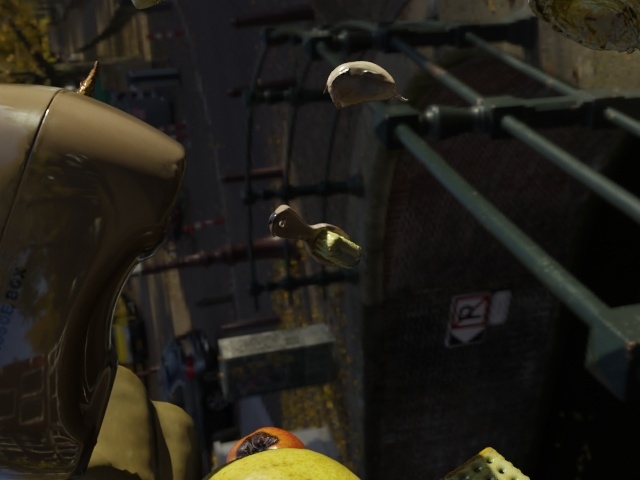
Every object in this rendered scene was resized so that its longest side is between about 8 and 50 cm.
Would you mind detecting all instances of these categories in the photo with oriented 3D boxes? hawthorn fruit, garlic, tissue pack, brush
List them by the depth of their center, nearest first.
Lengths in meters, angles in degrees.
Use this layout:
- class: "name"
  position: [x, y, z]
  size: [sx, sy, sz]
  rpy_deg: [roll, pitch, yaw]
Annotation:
- class: "tissue pack"
  position: [-0.313, 0.032, 0.903]
  size: [0.267, 0.277, 0.387]
  rpy_deg: [-121, 51, -79]
- class: "brush"
  position: [0.002, -0.001, 1.533]
  size: [0.313, 0.067, 0.072]
  rpy_deg: [28, -96, -63]
- class: "garlic"
  position: [0.079, -0.291, 1.637]
  size: [0.066, 0.152, 0.084]
  rpy_deg: [-90, -10, -62]
- class: "hawthorn fruit"
  position: [-0.092, 0.501, 1.849]
  size: [0.225, 0.196, 0.196]
  rpy_deg: [61, -179, -41]

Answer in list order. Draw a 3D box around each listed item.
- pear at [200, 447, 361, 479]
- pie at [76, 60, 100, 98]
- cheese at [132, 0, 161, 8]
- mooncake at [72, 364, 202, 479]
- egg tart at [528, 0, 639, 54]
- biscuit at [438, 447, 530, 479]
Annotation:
- class: "pear"
  position: [-0.041, 0.286, 0.800]
  size: [0.197, 0.197, 0.197]
  rpy_deg: [173, 90, -74]
- class: "pie"
  position: [-0.472, -0.254, 1.744]
  size: [0.088, 0.033, 0.191]
  rpy_deg: [99, -174, -64]
- class: "cheese"
  position: [-0.166, -0.354, 1.091]
  size: [0.094, 0.167, 0.123]
  rpy_deg: [67, 169, -13]
- class: "mooncake"
  position: [-0.425, 0.429, 1.494]
  size: [0.262, 0.467, 0.467]
  rpy_deg: [-106, 17, -49]
- class: "egg tart"
  position: [0.561, -0.491, 1.806]
  size: [0.118, 0.288, 0.288]
  rpy_deg: [-68, 13, -10]
- class: "biscuit"
  position: [0.258, 0.356, 1.106]
  size: [0.231, 0.139, 0.016]
  rpy_deg: [38, 130, 33]
